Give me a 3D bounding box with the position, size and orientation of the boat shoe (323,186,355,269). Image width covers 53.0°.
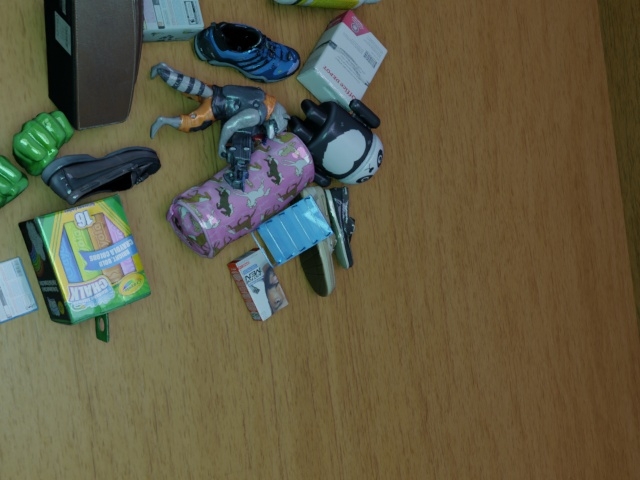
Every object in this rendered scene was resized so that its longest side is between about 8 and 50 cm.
[{"bbox_3d":[0.066,-0.036,1.804,0.079,0.084,0.233,-12,92,-18],"label":"boat shoe"}]

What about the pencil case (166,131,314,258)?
[{"bbox_3d":[-0.191,-0.119,1.591,0.386,0.167,0.160,-41,141,-31],"label":"pencil case"}]

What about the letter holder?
[{"bbox_3d":[-0.441,-0.412,1.344,0.214,0.152,0.302,-19,139,-37],"label":"letter holder"}]

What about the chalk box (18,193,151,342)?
[{"bbox_3d":[-0.486,0.070,1.355,0.179,0.180,0.289,-22,100,-34],"label":"chalk box"}]

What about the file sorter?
[{"bbox_3d":[-0.073,-0.021,1.633,0.170,0.104,0.118,-30,92,10],"label":"file sorter"}]

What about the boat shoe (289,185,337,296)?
[{"bbox_3d":[0.000,0.000,1.750,0.098,0.109,0.303,-14,89,-34],"label":"boat shoe"}]

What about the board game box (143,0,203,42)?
[{"bbox_3d":[-0.445,-0.579,1.482,0.303,0.097,0.224,-16,96,-36],"label":"board game box"}]

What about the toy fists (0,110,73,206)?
[{"bbox_3d":[-0.611,-0.151,1.294,0.096,0.142,0.279,43,64,-13],"label":"toy fists"}]

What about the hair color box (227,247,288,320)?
[{"bbox_3d":[-0.161,0.113,1.658,0.093,0.053,0.167,-33,106,-33],"label":"hair color box"}]

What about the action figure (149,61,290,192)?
[{"bbox_3d":[-0.227,-0.287,1.508,0.330,0.179,0.341,4,47,-20],"label":"action figure"}]

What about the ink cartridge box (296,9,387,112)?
[{"bbox_3d":[0.064,-0.502,1.833,0.172,0.100,0.237,40,64,-26],"label":"ink cartridge box"}]

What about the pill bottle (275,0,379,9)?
[{"bbox_3d":[0.025,-0.738,1.771,0.333,0.187,0.188,-9,92,-36],"label":"pill bottle"}]

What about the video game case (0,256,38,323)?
[{"bbox_3d":[-0.681,0.116,1.312,0.166,0.015,0.119,-22,100,-35],"label":"video game case"}]

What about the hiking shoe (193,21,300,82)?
[{"bbox_3d":[-0.167,-0.481,1.649,0.304,0.132,0.113,0,86,-35],"label":"hiking shoe"}]

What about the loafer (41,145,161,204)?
[{"bbox_3d":[-0.452,-0.132,1.387,0.095,0.109,0.302,52,30,10],"label":"loafer"}]

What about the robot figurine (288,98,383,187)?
[{"bbox_3d":[0.045,-0.267,1.756,0.278,0.209,0.174,32,56,-29],"label":"robot figurine"}]
